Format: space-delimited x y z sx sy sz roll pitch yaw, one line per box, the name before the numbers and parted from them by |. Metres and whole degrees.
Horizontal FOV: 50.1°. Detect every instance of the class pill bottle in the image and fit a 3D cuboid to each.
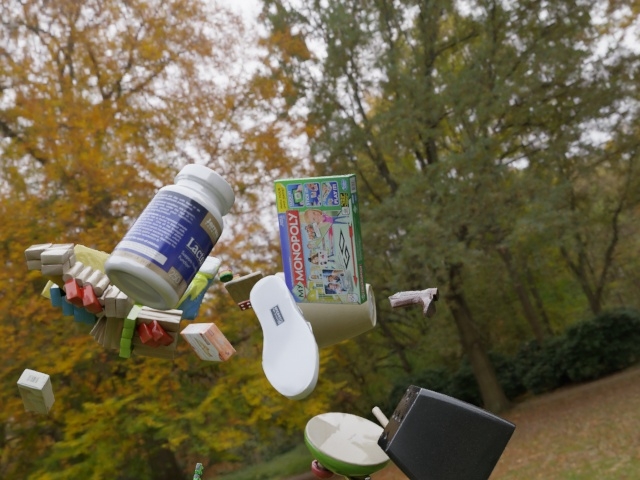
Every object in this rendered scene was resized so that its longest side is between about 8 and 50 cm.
pill bottle | -0.280 -0.011 1.316 0.153 0.265 0.153 21 -30 13

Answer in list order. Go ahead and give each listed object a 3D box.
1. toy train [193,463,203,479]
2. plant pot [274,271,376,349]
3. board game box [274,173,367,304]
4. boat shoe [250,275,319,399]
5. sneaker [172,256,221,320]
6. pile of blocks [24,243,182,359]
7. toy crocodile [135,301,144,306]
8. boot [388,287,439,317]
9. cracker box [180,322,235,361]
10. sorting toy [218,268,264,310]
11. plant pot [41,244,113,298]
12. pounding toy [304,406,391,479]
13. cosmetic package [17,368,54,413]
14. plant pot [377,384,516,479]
toy train | -0.300 0.580 1.657 0.017 0.083 0.024 3 -42 4
plant pot | 0.019 0.207 2.028 0.274 0.256 0.256 -7 -13 14
board game box | 0.000 0.000 1.712 0.213 0.317 0.046 -1 10 28
boat shoe | -0.060 0.197 1.322 0.108 0.301 0.102 -32 -50 2
sneaker | -0.344 0.133 1.821 0.091 0.126 0.240 16 28 19
pile of blocks | -0.439 0.141 1.356 0.149 0.362 0.112 -54 11 9
toy crocodile | -0.434 0.039 1.808 0.105 0.115 0.340 9 -70 -59
boot | 0.203 0.145 1.544 0.114 0.037 0.106 -7 22 25
cracker box | -0.468 0.421 2.833 0.067 0.156 0.232 -45 18 -32
sorting toy | -0.252 0.154 2.371 0.132 0.046 0.274 -20 -34 1
plant pot | -0.717 0.129 2.196 0.212 0.187 0.212 15 -6 20
pounding toy | 0.070 0.441 1.392 0.237 0.110 0.183 2 18 -36
cosmetic package | -0.660 0.353 1.593 0.060 0.041 0.115 14 -45 3
plant pot | 0.208 0.356 1.223 0.188 0.167 0.187 -57 -3 -8
